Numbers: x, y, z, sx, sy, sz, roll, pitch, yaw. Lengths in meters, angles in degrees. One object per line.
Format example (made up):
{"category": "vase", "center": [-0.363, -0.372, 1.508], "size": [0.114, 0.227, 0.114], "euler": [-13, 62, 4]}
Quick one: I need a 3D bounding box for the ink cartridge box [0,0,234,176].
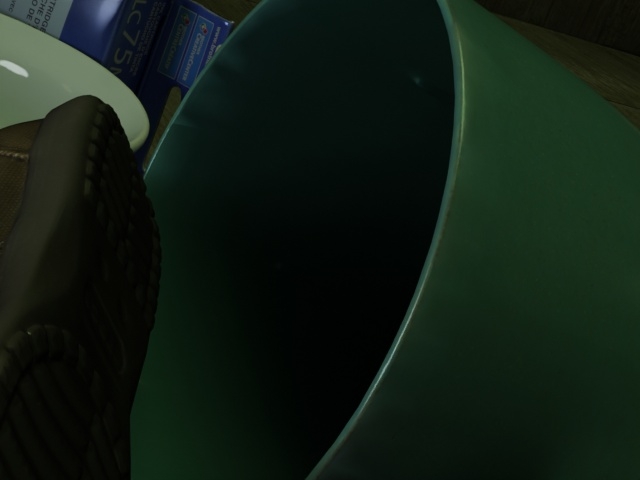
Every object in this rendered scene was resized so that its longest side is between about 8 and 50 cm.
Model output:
{"category": "ink cartridge box", "center": [-0.221, -0.129, 1.039], "size": [0.311, 0.185, 0.065], "euler": [28, 17, 20]}

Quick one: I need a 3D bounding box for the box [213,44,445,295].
{"category": "box", "center": [0.000, 0.000, 0.921], "size": [0.182, 0.181, 0.119], "euler": [15, 20, -19]}

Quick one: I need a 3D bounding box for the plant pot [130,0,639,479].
{"category": "plant pot", "center": [0.061, 0.040, 0.736], "size": [0.235, 0.293, 0.293], "euler": [23, 15, -29]}

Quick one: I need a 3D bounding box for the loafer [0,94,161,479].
{"category": "loafer", "center": [-0.149, 0.074, 0.616], "size": [0.130, 0.134, 0.366], "euler": [-13, 29, 10]}

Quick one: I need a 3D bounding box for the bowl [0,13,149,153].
{"category": "bowl", "center": [-0.259, -0.054, 0.867], "size": [0.298, 0.134, 0.298], "euler": [19, 19, -7]}
